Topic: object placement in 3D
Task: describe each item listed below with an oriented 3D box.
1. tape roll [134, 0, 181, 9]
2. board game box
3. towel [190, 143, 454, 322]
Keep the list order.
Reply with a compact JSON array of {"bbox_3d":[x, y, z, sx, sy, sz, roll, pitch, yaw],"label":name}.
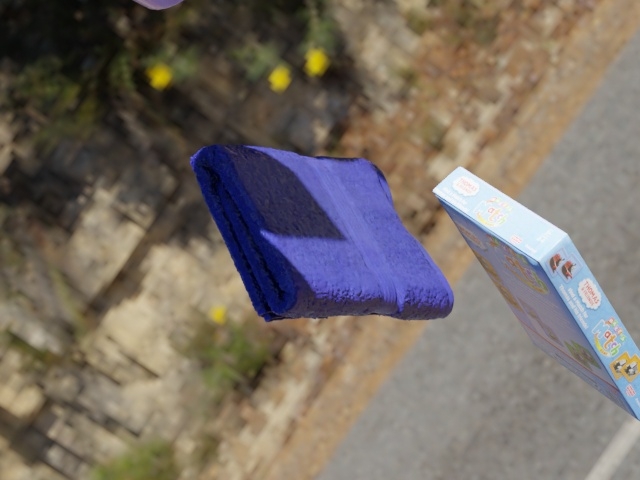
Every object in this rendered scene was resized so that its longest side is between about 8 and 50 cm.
[{"bbox_3d":[-0.170,-0.408,2.070,0.275,0.090,0.275,-33,43,37],"label":"tape roll"},{"bbox_3d":[0.194,0.045,1.519,0.039,0.211,0.160,-42,36,-7],"label":"board game box"},{"bbox_3d":[0.000,0.000,2.016,0.076,0.228,0.308,-44,-27,27],"label":"towel"}]
